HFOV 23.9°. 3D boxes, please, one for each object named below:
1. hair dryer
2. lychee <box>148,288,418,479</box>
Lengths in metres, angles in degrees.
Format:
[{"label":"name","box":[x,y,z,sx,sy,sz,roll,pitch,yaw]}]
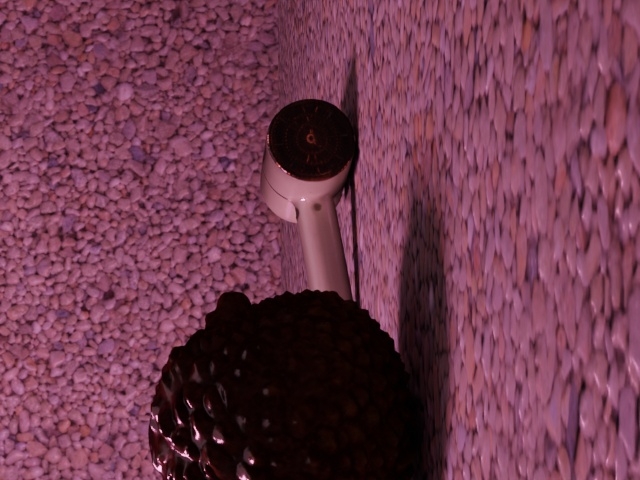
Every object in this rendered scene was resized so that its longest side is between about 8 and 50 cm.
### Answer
[{"label":"hair dryer","box":[0.000,0.000,2.143,0.203,0.128,0.362,108,153,-72]},{"label":"lychee","box":[-0.035,0.197,1.594,0.330,0.306,0.306,59,165,16]}]
